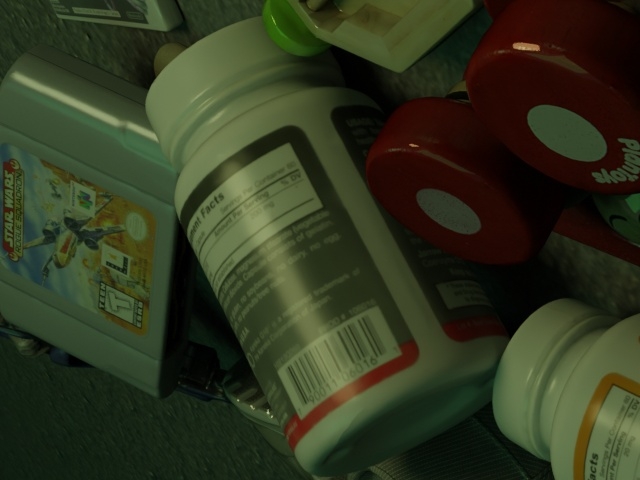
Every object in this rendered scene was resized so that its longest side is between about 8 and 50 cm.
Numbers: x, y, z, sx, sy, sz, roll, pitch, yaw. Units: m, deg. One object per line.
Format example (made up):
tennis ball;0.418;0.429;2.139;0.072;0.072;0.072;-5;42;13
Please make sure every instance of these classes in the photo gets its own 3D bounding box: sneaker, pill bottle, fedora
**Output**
sneaker;0.029;0.183;1.412;0.281;0.105;0.115;34;162;51
pill bottle;0.224;0.122;0.932;0.246;0.136;0.136;26;144;44
fedora;0.119;0.214;1.172;0.275;0.124;0.244;55;159;-16
pill bottle;0.000;0.000;1.068;0.283;0.161;0.161;63;159;19

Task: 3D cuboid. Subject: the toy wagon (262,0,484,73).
toy wagon;-0.023;-0.262;0.934;0.344;0.068;0.267;53;155;0

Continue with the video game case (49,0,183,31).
video game case;-0.202;-0.255;1.295;0.190;0.022;0.173;16;136;52

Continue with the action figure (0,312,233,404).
action figure;-0.184;0.039;1.559;0.341;0.178;0.330;18;154;6

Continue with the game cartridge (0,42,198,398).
game cartridge;-0.196;-0.012;1.343;0.198;0.062;0.297;22;132;14

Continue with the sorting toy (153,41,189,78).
sorting toy;-0.054;-0.053;1.283;0.348;0.047;0.196;33;143;32

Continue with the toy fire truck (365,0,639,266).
toy fire truck;0.185;-0.051;0.773;0.254;0.169;0.302;35;157;-7
